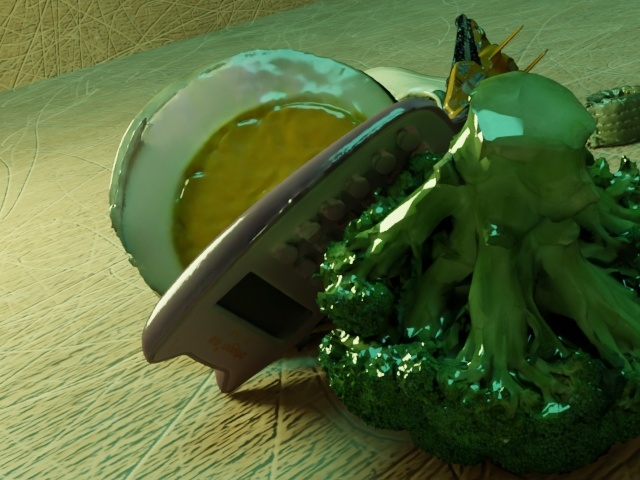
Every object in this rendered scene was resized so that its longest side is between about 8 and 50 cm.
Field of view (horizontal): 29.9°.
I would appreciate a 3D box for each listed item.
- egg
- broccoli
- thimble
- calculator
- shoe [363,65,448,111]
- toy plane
[{"bbox_3d":[-0.034,-0.031,1.117,0.286,0.264,0.174,-14,-15,8],"label":"egg"},{"bbox_3d":[0.125,0.015,0.780,0.270,0.270,0.270,-1,43,1],"label":"broccoli"},{"bbox_3d":[0.383,-0.162,1.558,0.110,0.062,0.084,-19,16,-29],"label":"thimble"},{"bbox_3d":[-0.001,-0.001,0.916,0.294,0.043,0.194,-41,-27,4],"label":"calculator"},{"bbox_3d":[0.117,-0.206,1.808,0.265,0.095,0.110,6,24,37],"label":"shoe"},{"bbox_3d":[0.206,-0.179,1.651,0.316,0.204,0.103,-48,3,-37],"label":"toy plane"}]
